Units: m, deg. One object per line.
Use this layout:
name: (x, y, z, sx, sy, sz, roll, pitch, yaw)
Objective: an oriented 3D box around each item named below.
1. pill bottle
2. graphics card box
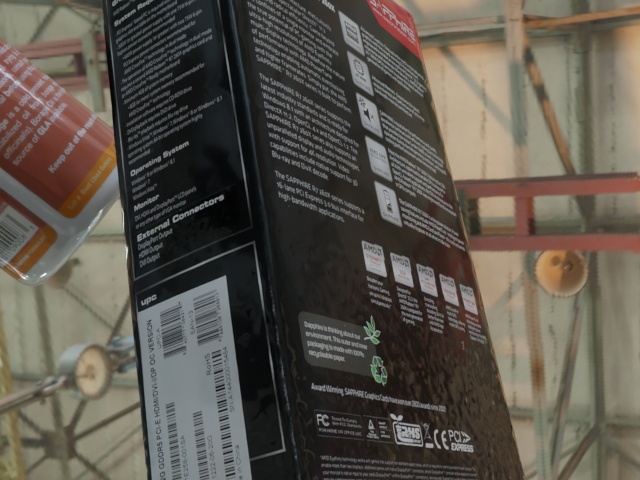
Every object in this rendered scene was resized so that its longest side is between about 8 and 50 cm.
pill bottle: (-0.236, -0.078, 0.632, 0.216, 0.121, 0.121, 41, -62, -16)
graphics card box: (0.000, 0.000, 0.537, 0.094, 0.233, 0.371, -24, -115, 28)
